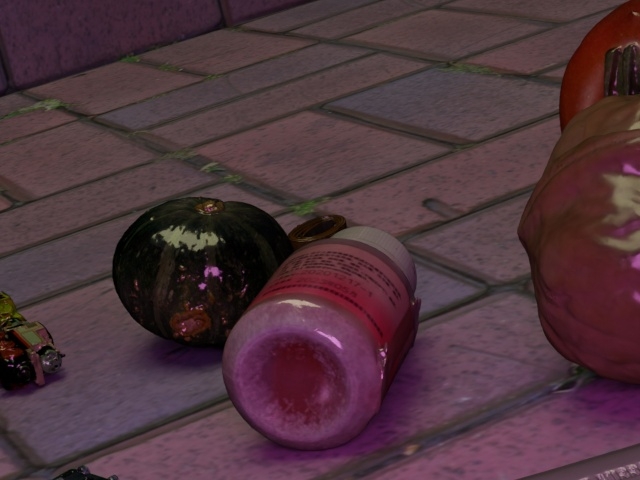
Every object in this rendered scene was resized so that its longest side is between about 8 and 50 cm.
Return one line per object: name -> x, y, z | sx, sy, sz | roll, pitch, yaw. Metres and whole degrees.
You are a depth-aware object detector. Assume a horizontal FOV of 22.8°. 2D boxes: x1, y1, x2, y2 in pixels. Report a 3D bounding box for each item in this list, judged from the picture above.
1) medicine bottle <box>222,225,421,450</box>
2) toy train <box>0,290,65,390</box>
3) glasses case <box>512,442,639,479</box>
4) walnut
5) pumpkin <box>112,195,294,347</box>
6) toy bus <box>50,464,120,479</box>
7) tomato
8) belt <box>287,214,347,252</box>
medicine bottle -> 0.012, 0.075, 1.402 | 0.147, 0.147, 0.247 | -8, 18, 18
toy train -> -0.342, 0.107, 1.721 | 0.085, 0.053, 0.250 | -14, 16, -22
glasses case -> 0.178, 0.190, 1.006 | 0.308, 0.083, 0.128 | -15, 17, -5
walnut -> 0.292, -0.004, 1.286 | 0.273, 0.273, 0.227 | -11, -14, 8
pumpkin -> -0.118, 0.031, 1.627 | 0.190, 0.146, 0.190 | -11, 15, 3
toy bus -> -0.188, 0.210, 1.302 | 0.031, 0.037, 0.083 | -26, 22, -38
tomato -> 0.375, -0.134, 1.618 | 0.256, 0.255, 0.224 | 4, 8, 44
belt -> 0.000, 0.000, 1.826 | 0.059, 0.036, 0.083 | 9, 28, 37
